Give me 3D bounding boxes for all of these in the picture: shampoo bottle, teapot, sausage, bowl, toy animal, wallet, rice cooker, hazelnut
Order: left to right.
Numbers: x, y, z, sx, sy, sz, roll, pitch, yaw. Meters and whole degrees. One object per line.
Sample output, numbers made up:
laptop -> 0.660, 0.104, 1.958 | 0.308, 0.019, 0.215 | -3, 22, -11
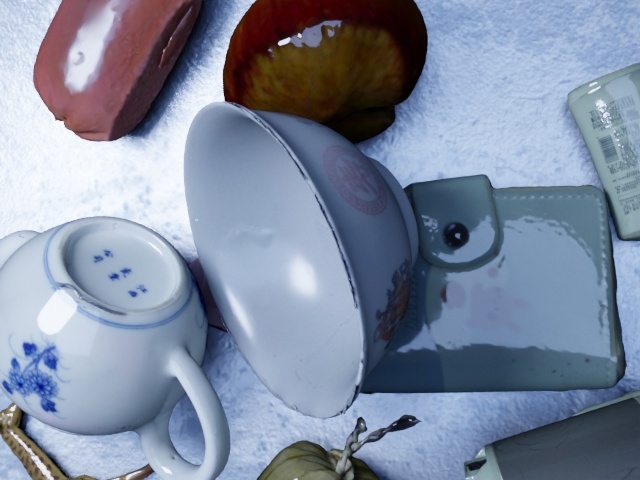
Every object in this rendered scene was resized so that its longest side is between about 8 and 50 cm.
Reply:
toy animal -> -0.300, 0.303, 1.220 | 0.275, 0.054, 0.149 | 19, 89, 9
teapot -> -0.264, 0.121, 1.136 | 0.424, 0.252, 0.280 | 41, 128, 15
sausage -> -0.235, -0.254, 1.170 | 0.152, 0.152, 0.280 | 30, 93, 7
hazelnut -> -0.006, -0.207, 1.118 | 0.251, 0.217, 0.217 | -38, 84, 30
bowl -> 0.000, 0.000, 1.037 | 0.157, 0.345, 0.346 | -22, 85, -28
wallet -> 0.159, 0.052, 1.134 | 0.360, 0.083, 0.252 | -4, 88, 13
rice cooker -> 0.314, 0.309, 1.027 | 0.277, 0.288, 0.288 | -20, 86, 6
shampoo bottle -> 0.372, -0.078, 1.112 | 0.118, 0.087, 0.234 | -20, 87, 11

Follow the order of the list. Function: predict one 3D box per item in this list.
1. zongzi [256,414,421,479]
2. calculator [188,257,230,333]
zongzi -> 0.057, 0.477, 1.136 | 0.467, 0.218, 0.500 | 37, 82, -17
calculator -> -0.090, 0.066, 1.206 | 0.165, 0.024, 0.103 | 10, 90, 7
